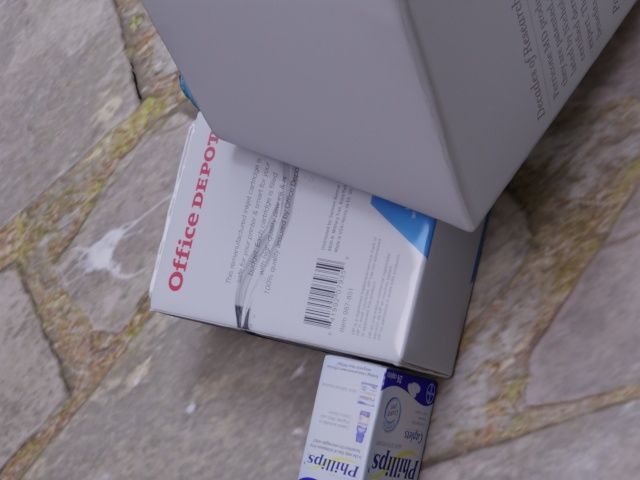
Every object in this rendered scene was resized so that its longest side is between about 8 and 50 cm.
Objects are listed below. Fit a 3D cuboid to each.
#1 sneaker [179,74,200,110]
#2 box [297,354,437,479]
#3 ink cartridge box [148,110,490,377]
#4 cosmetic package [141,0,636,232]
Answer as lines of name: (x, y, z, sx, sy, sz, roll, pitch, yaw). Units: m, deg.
sneaker: (-0.046, -0.224, 1.493, 0.125, 0.104, 0.262, 50, 126, 22)
box: (0.048, 0.191, 1.325, 0.072, 0.126, 0.137, 9, 83, 30)
ink cartridge box: (0.000, 0.000, 1.398, 0.307, 0.129, 0.223, 10, 83, 31)
cosmetic package: (0.075, -0.291, 1.237, 0.329, 0.327, 0.393, 22, 64, 33)
